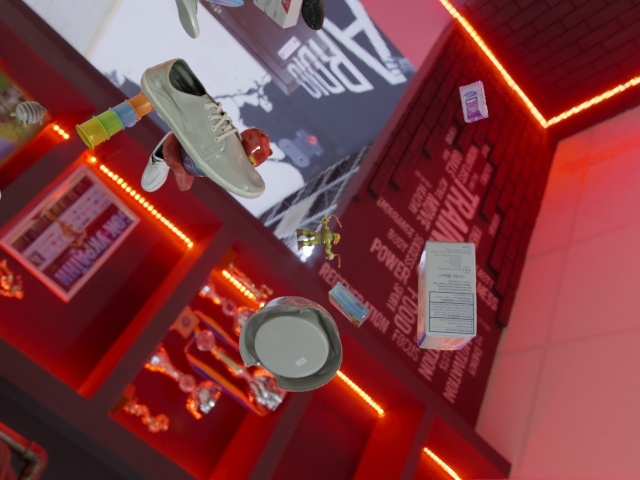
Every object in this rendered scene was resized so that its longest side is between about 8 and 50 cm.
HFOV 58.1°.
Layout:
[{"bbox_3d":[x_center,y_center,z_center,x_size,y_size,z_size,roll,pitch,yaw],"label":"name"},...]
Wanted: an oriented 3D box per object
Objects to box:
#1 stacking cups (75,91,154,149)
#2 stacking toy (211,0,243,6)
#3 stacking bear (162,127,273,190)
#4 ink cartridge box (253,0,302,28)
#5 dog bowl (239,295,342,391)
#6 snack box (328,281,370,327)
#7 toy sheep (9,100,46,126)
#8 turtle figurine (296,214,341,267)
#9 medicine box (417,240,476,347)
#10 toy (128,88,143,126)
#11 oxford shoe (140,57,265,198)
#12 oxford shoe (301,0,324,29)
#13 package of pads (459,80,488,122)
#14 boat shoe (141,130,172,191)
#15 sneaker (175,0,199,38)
[{"bbox_3d":[-0.673,-0.428,1.984,0.316,0.096,0.096,-36,-168,-23],"label":"stacking cups"},{"bbox_3d":[-0.244,-0.742,1.396,0.166,0.175,0.301,-15,133,-55],"label":"stacking toy"},{"bbox_3d":[-0.291,-0.265,1.712,0.289,0.175,0.164,-5,-129,9],"label":"stacking bear"},{"bbox_3d":[-0.137,-0.776,1.855,0.063,0.150,0.109,-32,159,-37],"label":"ink cartridge box"},{"bbox_3d":[-0.094,0.343,1.949,0.349,0.349,0.102,-39,-165,23],"label":"dog bowl"},{"bbox_3d":[0.117,0.269,2.384,0.070,0.174,0.207,-45,168,-12],"label":"snack box"},{"bbox_3d":[-1.068,-0.465,2.110,0.091,0.091,0.132,-32,179,40],"label":"toy sheep"},{"bbox_3d":[0.000,0.000,2.670,0.087,0.218,0.269,91,-6,-69],"label":"turtle figurine"},{"bbox_3d":[0.388,0.178,1.797,0.263,0.149,0.289,77,17,-70],"label":"medicine box"},{"bbox_3d":[-0.698,-0.486,2.174,0.237,0.056,0.136,-43,-154,26],"label":"toy"},{"bbox_3d":[-0.296,-0.301,1.549,0.130,0.449,0.169,-34,-170,28],"label":"oxford shoe"},{"bbox_3d":[-0.017,-0.804,1.907,0.227,0.083,0.096,83,25,-55],"label":"oxford shoe"},{"bbox_3d":[0.345,-0.313,1.298,0.050,0.083,0.032,-13,171,35],"label":"package of pads"},{"bbox_3d":[-0.609,-0.303,2.172,0.258,0.095,0.084,-61,168,4],"label":"boat shoe"},{"bbox_3d":[-0.487,-0.932,2.266,0.151,0.255,0.094,-25,-166,-35],"label":"sneaker"}]
